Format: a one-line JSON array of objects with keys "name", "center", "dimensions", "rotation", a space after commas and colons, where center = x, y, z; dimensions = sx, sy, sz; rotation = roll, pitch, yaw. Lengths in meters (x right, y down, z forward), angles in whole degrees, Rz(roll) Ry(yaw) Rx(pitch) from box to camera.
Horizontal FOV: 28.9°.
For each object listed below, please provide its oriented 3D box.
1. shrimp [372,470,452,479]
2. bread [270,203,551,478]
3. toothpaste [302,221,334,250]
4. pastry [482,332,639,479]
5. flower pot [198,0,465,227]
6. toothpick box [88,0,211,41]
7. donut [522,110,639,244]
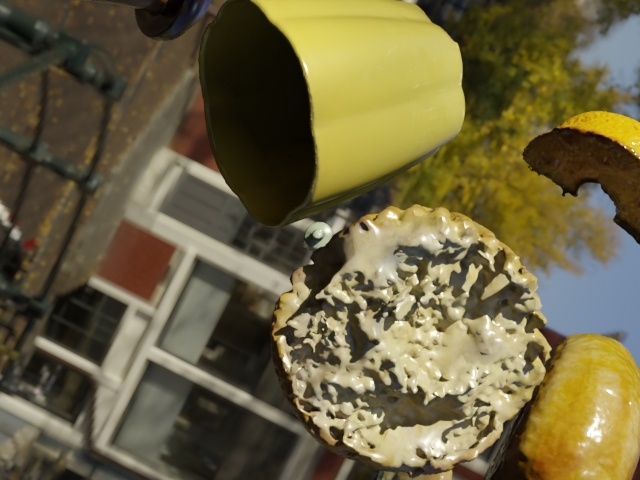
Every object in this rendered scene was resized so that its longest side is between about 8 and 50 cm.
[{"name": "shrimp", "center": [0.027, 0.230, 1.414], "dimensions": [0.051, 0.198, 0.262], "rotation": [76, -9, -49]}, {"name": "bread", "center": [0.087, 0.091, 1.213], "dimensions": [0.149, 0.274, 0.274], "rotation": [-86, -158, -75]}, {"name": "toothpaste", "center": [0.000, 0.000, 1.607], "dimensions": [0.197, 0.057, 0.034], "rotation": [69, 22, -85]}, {"name": "pastry", "center": [0.301, 0.279, 1.547], "dimensions": [0.356, 0.164, 0.356], "rotation": [-56, 165, -24]}, {"name": "flower pot", "center": [0.016, -0.124, 1.062], "dimensions": [0.179, 0.195, 0.195], "rotation": [-16, 150, -30]}, {"name": "toothpick box", "center": [-0.308, -0.431, 1.965], "dimensions": [0.192, 0.294, 0.192], "rotation": [-16, -111, 48]}, {"name": "donut", "center": [0.432, -0.105, 1.786], "dimensions": [0.101, 0.259, 0.152], "rotation": [-43, 164, -29]}]
